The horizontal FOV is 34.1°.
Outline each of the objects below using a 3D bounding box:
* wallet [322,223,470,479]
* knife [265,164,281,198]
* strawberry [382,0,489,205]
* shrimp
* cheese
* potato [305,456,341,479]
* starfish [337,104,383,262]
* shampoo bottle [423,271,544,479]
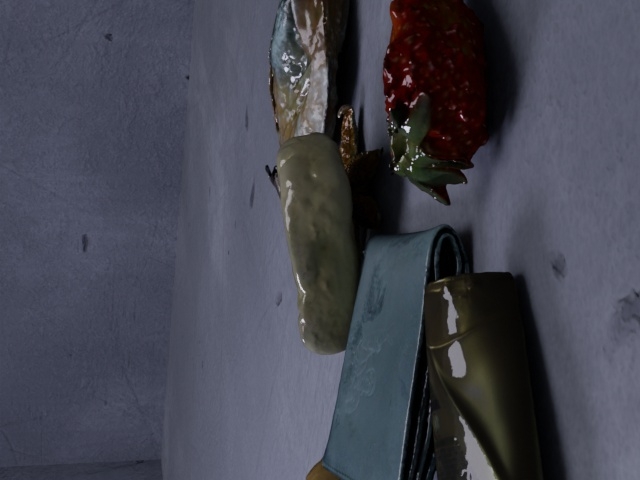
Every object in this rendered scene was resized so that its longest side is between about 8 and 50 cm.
[{"bbox_3d":[0.076,0.129,1.132,0.251,0.054,0.290,178,102,-75],"label":"wallet"},{"bbox_3d":[-0.026,-0.009,1.652,0.089,0.043,0.365,59,-173,-40],"label":"knife"},{"bbox_3d":[0.112,-0.164,1.008,0.174,0.098,0.228,83,-170,-53],"label":"strawberry"},{"bbox_3d":[-0.013,-0.288,1.477,0.221,0.110,0.445,-114,25,-55],"label":"shrimp"},{"bbox_3d":[0.002,0.000,1.299,0.159,0.093,0.262,-107,9,-70],"label":"cheese"},{"bbox_3d":[0.038,0.327,1.240,0.178,0.109,0.118,-119,25,-66],"label":"potato"},{"bbox_3d":[0.042,-0.062,1.381,0.227,0.043,0.240,-172,77,-78],"label":"starfish"},{"bbox_3d":[0.143,0.199,0.889,0.125,0.084,0.350,131,138,-65],"label":"shampoo bottle"}]
